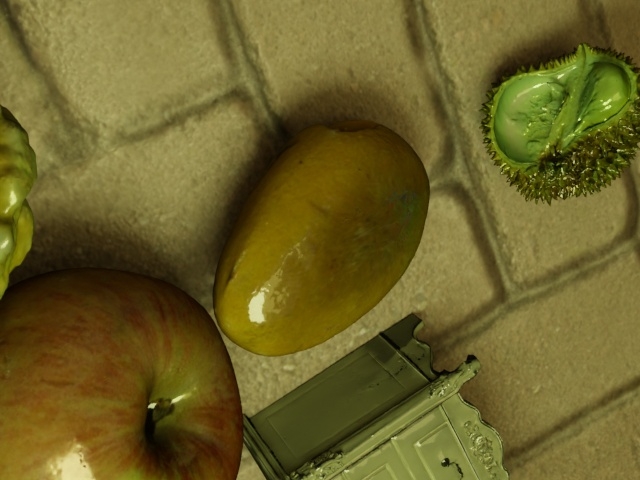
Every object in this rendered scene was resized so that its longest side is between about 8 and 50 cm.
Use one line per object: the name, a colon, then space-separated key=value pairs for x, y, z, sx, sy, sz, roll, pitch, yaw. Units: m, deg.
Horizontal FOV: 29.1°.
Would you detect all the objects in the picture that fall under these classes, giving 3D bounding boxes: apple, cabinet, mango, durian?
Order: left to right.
apple: x=-0.291 y=0.231 z=1.488 sx=0.400 sy=0.333 sz=0.400 roll=26 pitch=57 yaw=-49
mango: x=0.000 y=0.000 z=1.592 sx=0.365 sy=0.182 sz=0.253 roll=-49 pitch=130 yaw=-31
cabinet: x=0.101 y=0.322 z=1.753 sx=0.318 sy=0.227 sz=0.290 roll=-32 pitch=115 yaw=-10
durian: x=0.342 y=-0.157 z=1.711 sx=0.237 sy=0.200 sz=0.176 roll=-30 pitch=142 yaw=3

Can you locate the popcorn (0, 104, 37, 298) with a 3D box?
popcorn: x=-0.466 y=-0.057 z=1.376 sx=0.293 sy=0.292 sz=0.334 roll=0 pitch=100 yaw=-13
